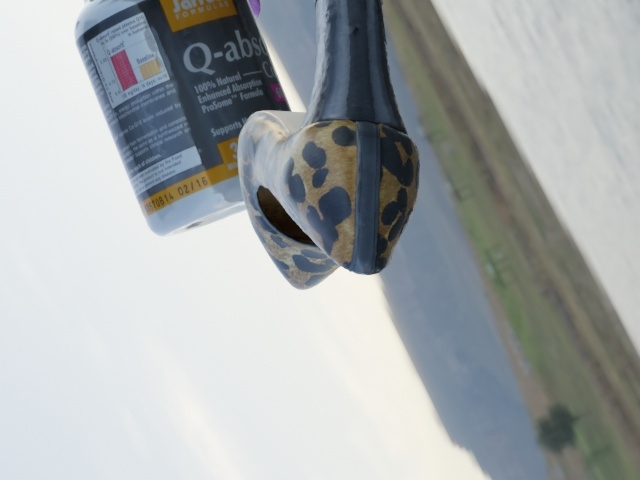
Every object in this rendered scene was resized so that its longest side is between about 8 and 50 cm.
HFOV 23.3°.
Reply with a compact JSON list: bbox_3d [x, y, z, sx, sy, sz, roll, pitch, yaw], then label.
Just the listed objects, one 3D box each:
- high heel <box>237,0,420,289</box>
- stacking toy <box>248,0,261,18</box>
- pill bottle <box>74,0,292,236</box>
[{"bbox_3d":[0.000,0.000,0.868,0.261,0.093,0.186,101,170,-52],"label":"high heel"},{"bbox_3d":[-0.128,-0.329,2.007,0.166,0.175,0.301,28,-123,-51],"label":"stacking toy"},{"bbox_3d":[-0.127,-0.156,1.407,0.162,0.162,0.278,-14,-97,-84],"label":"pill bottle"}]
